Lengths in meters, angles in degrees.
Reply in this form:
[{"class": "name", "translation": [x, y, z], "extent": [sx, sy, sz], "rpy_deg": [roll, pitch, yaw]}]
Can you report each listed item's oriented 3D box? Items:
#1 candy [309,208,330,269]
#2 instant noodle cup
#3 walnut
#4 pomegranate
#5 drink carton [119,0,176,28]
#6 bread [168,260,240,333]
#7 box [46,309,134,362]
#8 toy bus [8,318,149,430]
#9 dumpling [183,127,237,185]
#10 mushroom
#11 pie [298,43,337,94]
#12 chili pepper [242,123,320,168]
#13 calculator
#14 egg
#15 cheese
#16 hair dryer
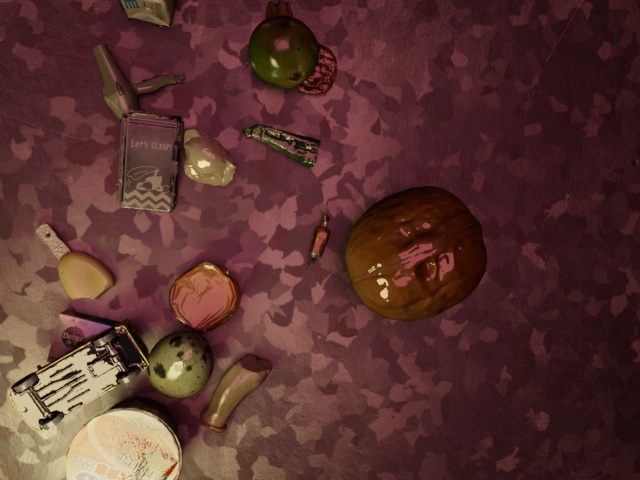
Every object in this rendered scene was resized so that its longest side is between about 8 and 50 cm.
[{"class": "candy", "translation": [0.000, 0.000, 1.815], "extent": [0.047, 0.053, 0.181], "rpy_deg": [16, 87, -9]}, {"class": "instant noodle cup", "translation": [-0.510, 0.562, 1.676], "extent": [0.297, 0.214, 0.296], "rpy_deg": [0, 91, -8]}, {"class": "walnut", "translation": [0.264, 0.036, 1.722], "extent": [0.398, 0.308, 0.353], "rpy_deg": [-29, 96, -4]}, {"class": "pomegranate", "translation": [-0.099, -0.553, 1.713], "extent": [0.190, 0.159, 0.240], "rpy_deg": [20, 79, 19]}, {"class": "drink carton", "translation": [-0.438, -0.761, 1.667], "extent": [0.132, 0.194, 0.324], "rpy_deg": [10, 90, -9]}, {"class": "bread", "translation": [-0.321, 0.159, 1.751], "extent": [0.199, 0.104, 0.199], "rpy_deg": [0, 87, -8]}, {"class": "box", "translation": [-0.632, 0.284, 1.724], "extent": [0.194, 0.073, 0.139], "rpy_deg": [15, 91, -8]}, {"class": "toy bus", "translation": [-0.617, 0.343, 1.617], "extent": [0.331, 0.151, 0.145], "rpy_deg": [-30, 103, -5]}, {"class": "dumpling", "translation": [-0.329, -0.224, 1.754], "extent": [0.169, 0.099, 0.134], "rpy_deg": [33, 124, -28]}, {"class": "mushroom", "translation": [-0.247, 0.425, 1.771], "extent": [0.096, 0.108, 0.247], "rpy_deg": [34, 83, 34]}, {"class": "pie", "translation": [-0.022, -0.497, 1.809], "extent": [0.154, 0.038, 0.153], "rpy_deg": [0, 94, -7]}, {"class": "chili pepper", "translation": [-0.116, -0.280, 1.792], "extent": [0.227, 0.059, 0.088], "rpy_deg": [17, 93, -6]}, {"class": "calculator", "translation": [-0.472, -0.215, 1.726], "extent": [0.166, 0.028, 0.273], "rpy_deg": [6, 104, -13]}, {"class": "egg", "translation": [-0.374, 0.331, 1.690], "extent": [0.177, 0.228, 0.176], "rpy_deg": [16, 51, -21]}, {"class": "cheese", "translation": [-0.692, 0.060, 1.725], "extent": [0.127, 0.050, 0.255], "rpy_deg": [-41, 94, -4]}, {"class": "hair dryer", "translation": [-0.525, -0.463, 1.723], "extent": [0.225, 0.088, 0.219], "rpy_deg": [-45, 101, -14]}]
